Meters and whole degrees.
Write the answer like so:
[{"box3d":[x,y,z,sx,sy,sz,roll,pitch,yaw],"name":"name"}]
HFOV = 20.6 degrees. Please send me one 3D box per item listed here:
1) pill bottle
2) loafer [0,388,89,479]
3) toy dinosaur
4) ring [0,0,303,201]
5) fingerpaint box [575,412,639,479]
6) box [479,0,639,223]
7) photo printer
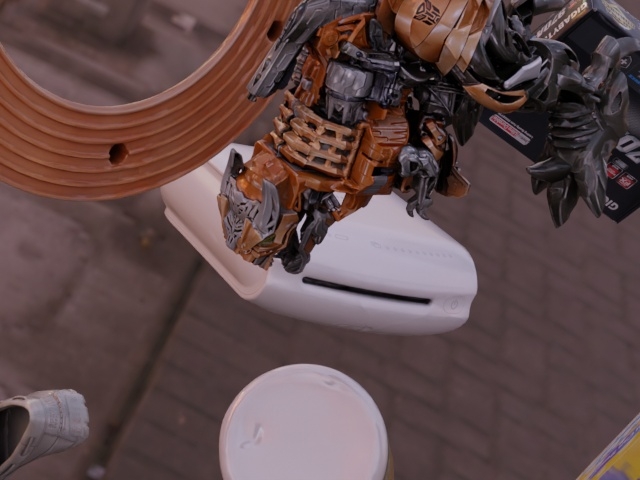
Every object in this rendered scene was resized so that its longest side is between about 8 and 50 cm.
[{"box3d":[-0.006,0.163,1.274,0.117,0.117,0.208,33,-9,11],"name":"pill bottle"},{"box3d":[-0.449,0.274,2.409,0.111,0.319,0.112,7,62,-47],"name":"loafer"},{"box3d":[0.075,-0.110,1.025,0.218,0.322,0.164,26,33,-45],"name":"toy dinosaur"},{"box3d":[-0.116,-0.187,1.049,0.337,0.336,0.032,4,16,-45],"name":"ring"},{"box3d":[0.386,0.166,1.030,0.371,0.445,0.163,42,28,9],"name":"fingerpaint box"},{"box3d":[0.287,-0.135,1.783,0.220,0.175,0.051,34,34,-25],"name":"box"},{"box3d":[0.000,0.000,1.801,0.256,0.107,0.307,10,16,-27],"name":"photo printer"}]
